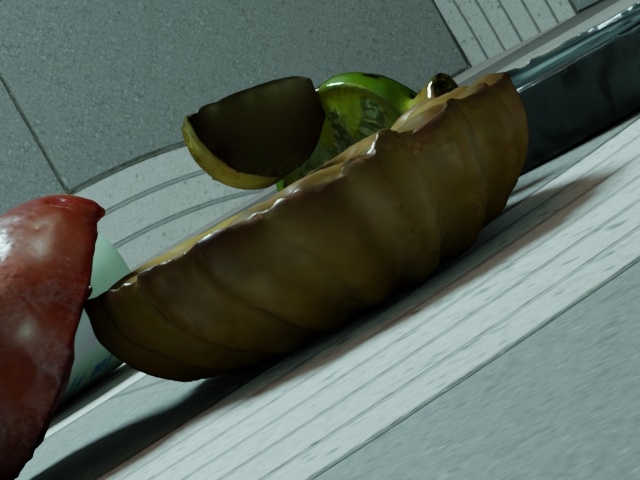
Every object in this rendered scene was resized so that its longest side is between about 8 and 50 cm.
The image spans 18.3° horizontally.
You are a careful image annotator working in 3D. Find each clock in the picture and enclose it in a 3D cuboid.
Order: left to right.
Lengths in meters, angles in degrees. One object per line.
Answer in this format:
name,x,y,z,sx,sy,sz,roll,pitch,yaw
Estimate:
clock,0.212,-0.130,1.705,0.325,0.067,0.325,-29,5,3

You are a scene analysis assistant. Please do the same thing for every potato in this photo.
potato,-0.046,-0.068,1.419,0.096,0.066,0.103,-16,-6,-7

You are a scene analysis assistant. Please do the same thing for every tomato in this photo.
tomato,-0.222,0.069,1.329,0.228,0.101,0.228,-163,90,-80

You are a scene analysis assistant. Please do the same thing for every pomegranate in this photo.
pomegranate,0.048,-0.070,1.548,0.169,0.143,0.122,-41,-4,14

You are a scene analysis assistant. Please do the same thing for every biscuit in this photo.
biscuit,0.000,0.000,1.338,0.325,0.107,0.326,-27,2,1

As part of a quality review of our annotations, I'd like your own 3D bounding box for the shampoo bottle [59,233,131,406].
shampoo bottle,-0.314,0.116,1.748,0.222,0.151,0.349,-24,7,36
